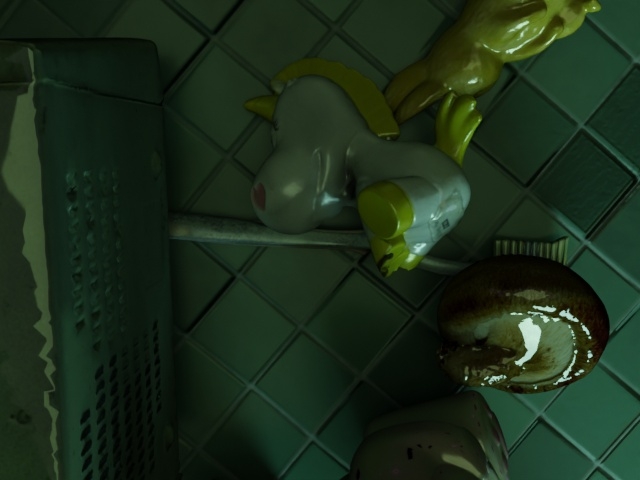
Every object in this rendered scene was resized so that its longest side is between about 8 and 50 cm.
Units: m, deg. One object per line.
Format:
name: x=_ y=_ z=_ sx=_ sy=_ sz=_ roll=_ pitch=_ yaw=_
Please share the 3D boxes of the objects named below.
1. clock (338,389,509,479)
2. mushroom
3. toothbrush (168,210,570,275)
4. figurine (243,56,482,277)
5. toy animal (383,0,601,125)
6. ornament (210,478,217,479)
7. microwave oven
clock: x=0.086 y=0.247 z=0.503 sx=0.114 sy=0.309 sz=0.283 roll=-18 pitch=85 yaw=12
mushroom: x=0.141 y=0.063 z=0.598 sx=0.127 sy=0.127 sz=0.087 roll=11 pitch=52 yaw=-3
toothbrush: x=0.000 y=0.000 z=0.631 sx=0.376 sy=0.028 sz=0.037 roll=5 pitch=90 yaw=-2
figurine: x=0.018 y=-0.055 z=0.589 sx=0.178 sy=0.109 sz=0.129 roll=22 pitch=86 yaw=24
toy animal: x=0.110 y=-0.140 z=0.607 sx=0.159 sy=0.083 sz=0.070 roll=-45 pitch=122 yaw=14
ornament: x=-0.052 y=0.251 z=0.537 sx=0.130 sy=0.285 sz=0.120 roll=13 pitch=109 yaw=-18
microwave oven: x=-0.300 y=0.032 z=0.505 sx=0.395 sy=0.247 sz=0.332 roll=-1 pitch=98 yaw=4
